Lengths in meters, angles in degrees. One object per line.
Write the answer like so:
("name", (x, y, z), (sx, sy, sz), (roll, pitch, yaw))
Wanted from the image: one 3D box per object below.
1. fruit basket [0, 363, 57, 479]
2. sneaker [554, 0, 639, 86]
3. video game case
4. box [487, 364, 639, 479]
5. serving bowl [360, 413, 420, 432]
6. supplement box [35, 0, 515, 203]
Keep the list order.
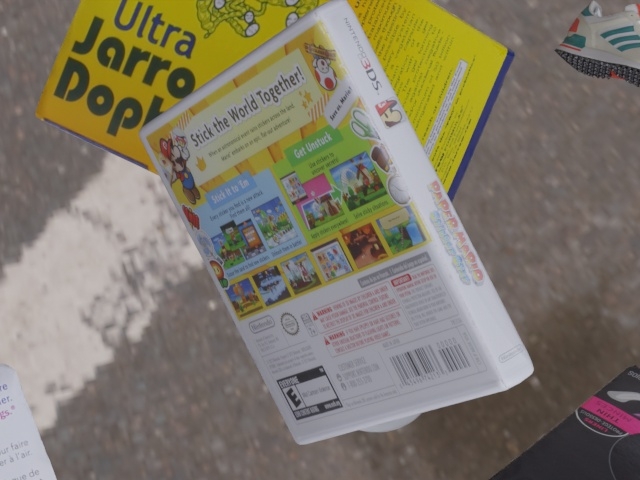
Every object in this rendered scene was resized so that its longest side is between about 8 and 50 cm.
("fruit basket", (-0.246, 0.281, 1.028), (0.327, 0.165, 0.353), (-21, 85, 3))
("sneaker", (0.296, -0.184, 1.830), (0.057, 0.161, 0.075), (34, 80, -46))
("video game case", (0.000, 0.000, 1.041), (0.026, 0.227, 0.206), (-28, 92, -30))
("box", (0.199, 0.225, 1.361), (0.270, 0.165, 0.143), (-30, 147, -51))
("serving bowl", (0.041, 0.110, 1.410), (0.083, 0.027, 0.083), (0, 130, 0))
("supplement box", (-0.021, -0.122, 1.516), (0.356, 0.194, 0.195), (15, 99, -65))
